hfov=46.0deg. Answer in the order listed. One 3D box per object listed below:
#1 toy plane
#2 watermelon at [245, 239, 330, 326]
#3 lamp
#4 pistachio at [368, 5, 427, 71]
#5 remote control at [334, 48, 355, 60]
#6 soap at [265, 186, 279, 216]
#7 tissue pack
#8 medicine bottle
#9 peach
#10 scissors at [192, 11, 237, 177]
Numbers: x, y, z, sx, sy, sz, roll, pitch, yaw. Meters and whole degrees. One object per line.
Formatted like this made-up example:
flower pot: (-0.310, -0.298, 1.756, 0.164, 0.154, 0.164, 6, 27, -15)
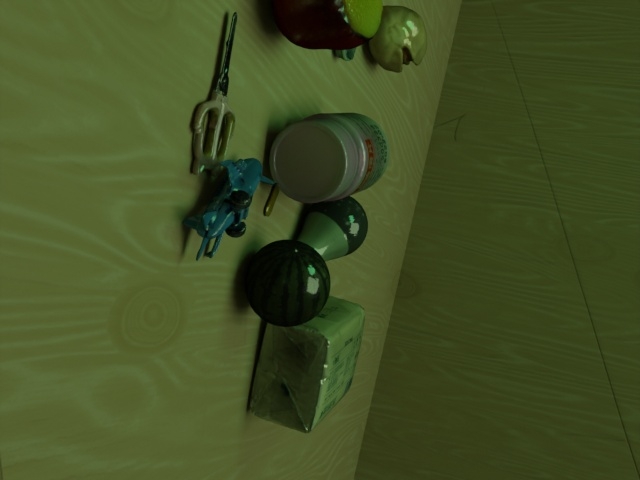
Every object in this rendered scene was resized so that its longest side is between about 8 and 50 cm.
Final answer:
toy plane: (-0.176, -0.083, 1.510, 0.271, 0.105, 0.254, -52, 165, -44)
watermelon: (-0.078, 0.099, 1.796, 0.212, 0.212, 0.212, 12, 90, -74)
lamp: (0.009, 0.008, 2.112, 0.314, 0.181, 0.182, -56, 156, -20)
pistachio: (0.241, -0.640, 2.397, 0.299, 0.187, 0.188, 41, 62, -78)
remote control: (0.086, -0.623, 2.088, 0.104, 0.052, 0.248, 5, 98, -72)
soap: (-0.118, -0.099, 1.852, 0.034, 0.012, 0.089, 70, 36, -61)
tissue pack: (-0.026, 0.329, 2.120, 0.380, 0.207, 0.297, -15, 118, -71)
medicine bottle: (0.030, -0.213, 1.902, 0.388, 0.219, 0.219, -27, 127, -70)
peach: (0.011, -0.514, 1.596, 0.249, 0.245, 0.275, 56, 20, -8)
scissors: (-0.193, -0.280, 1.453, 0.160, 0.024, 0.318, -6, 108, -72)
